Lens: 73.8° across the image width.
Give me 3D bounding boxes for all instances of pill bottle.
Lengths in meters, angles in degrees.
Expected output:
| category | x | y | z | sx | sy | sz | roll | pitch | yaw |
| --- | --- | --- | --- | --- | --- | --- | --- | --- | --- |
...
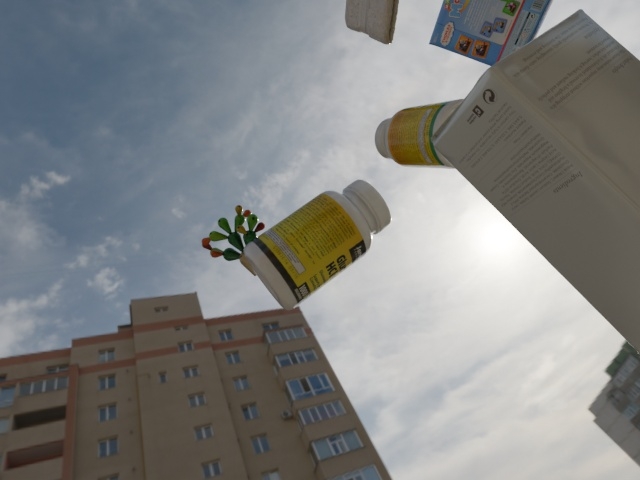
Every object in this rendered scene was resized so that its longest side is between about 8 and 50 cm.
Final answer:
| category | x | y | z | sx | sy | sz | roll | pitch | yaw |
| --- | --- | --- | --- | --- | --- | --- | --- | --- | --- |
| pill bottle | 0.000 | 0.000 | 1.029 | 0.334 | 0.188 | 0.187 | -36 | -48 | -13 |
| pill bottle | 0.195 | -0.195 | 0.800 | 0.118 | 0.208 | 0.117 | -5 | -78 | -26 |

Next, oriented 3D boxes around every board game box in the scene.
| category | x | y | z | sx | sy | sz | roll | pitch | yaw |
| --- | --- | --- | --- | --- | --- | --- | --- | --- | --- |
| board game box | 0.356 | -0.469 | 0.908 | 0.039 | 0.212 | 0.160 | -34 | -32 | -44 |

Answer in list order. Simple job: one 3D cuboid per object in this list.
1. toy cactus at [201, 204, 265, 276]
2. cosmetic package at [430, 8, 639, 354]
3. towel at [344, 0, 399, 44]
| category | x | y | z | sx | sy | sz | roll | pitch | yaw |
| --- | --- | --- | --- | --- | --- | --- | --- | --- | --- |
| toy cactus | -0.216 | 0.014 | 1.156 | 0.219 | 0.112 | 0.180 | -35 | -88 | 26 |
| cosmetic package | 0.365 | -0.077 | 0.539 | 0.217 | 0.384 | 0.156 | -35 | -10 | -23 |
| towel | 0.141 | -0.681 | 1.119 | 0.049 | 0.187 | 0.282 | -23 | -42 | -25 |
